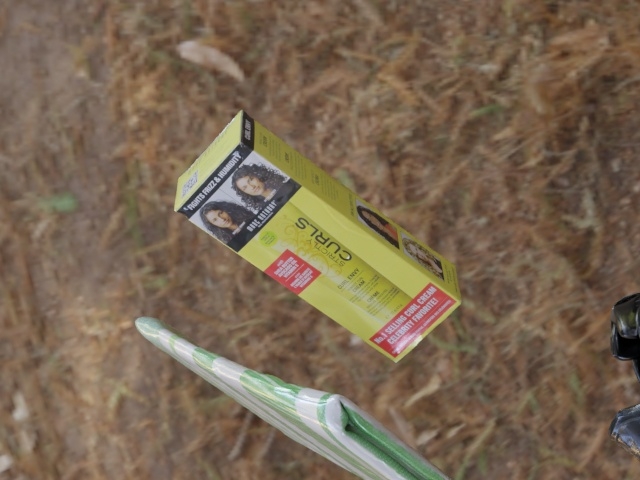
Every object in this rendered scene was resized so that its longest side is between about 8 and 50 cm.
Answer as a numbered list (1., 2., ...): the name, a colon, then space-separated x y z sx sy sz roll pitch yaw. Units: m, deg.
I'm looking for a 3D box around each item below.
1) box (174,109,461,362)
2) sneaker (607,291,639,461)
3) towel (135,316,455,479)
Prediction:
1. box: 0.000 0.000 1.089 0.232 0.058 0.087 36 115 -22
2. sneaker: 0.317 0.059 1.122 0.146 0.102 0.293 16 64 21
3. towel: -0.006 0.164 1.245 0.325 0.248 0.038 18 73 55
